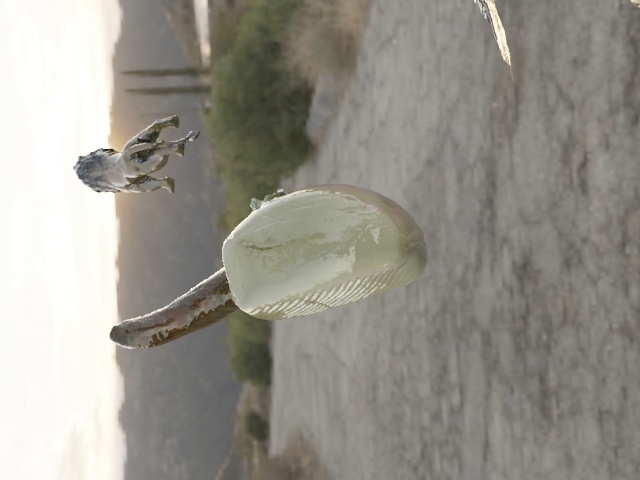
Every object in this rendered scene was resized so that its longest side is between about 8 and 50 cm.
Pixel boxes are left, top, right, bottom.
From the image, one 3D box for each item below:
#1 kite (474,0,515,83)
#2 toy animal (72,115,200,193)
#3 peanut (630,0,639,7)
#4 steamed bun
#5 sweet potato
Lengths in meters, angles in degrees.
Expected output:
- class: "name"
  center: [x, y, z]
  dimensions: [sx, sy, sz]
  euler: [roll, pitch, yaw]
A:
- class: "kite"
  center: [0.248, -0.355, 1.731]
  dimensions: [0.285, 0.015, 0.152]
  euler: [-102, -7, -56]
- class: "toy animal"
  center: [-0.183, -0.086, 1.226]
  dimensions: [0.220, 0.086, 0.069]
  euler: [-19, 76, 49]
- class: "peanut"
  center: [0.344, -0.282, 1.132]
  dimensions: [0.226, 0.108, 0.095]
  euler: [7, -107, -83]
- class: "steamed bun"
  center: [0.000, 0.000, 1.382]
  dimensions: [0.170, 0.239, 0.152]
  euler: [23, -132, -72]
- class: "sweet potato"
  center: [-0.203, 0.109, 1.813]
  dimensions: [0.075, 0.273, 0.075]
  euler: [61, -174, -12]
